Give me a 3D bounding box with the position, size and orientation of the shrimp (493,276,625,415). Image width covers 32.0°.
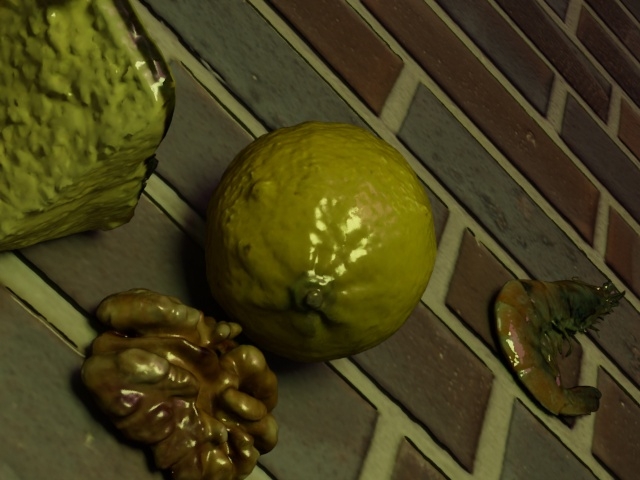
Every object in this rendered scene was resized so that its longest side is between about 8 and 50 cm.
[{"bbox_3d":[0.300,0.119,1.305,0.296,0.058,0.169,-3,70,-47],"label":"shrimp"}]

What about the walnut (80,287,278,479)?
[{"bbox_3d":[-0.093,0.105,0.825,0.170,0.069,0.143,35,36,-30],"label":"walnut"}]

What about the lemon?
[{"bbox_3d":[0.000,0.000,0.918,0.192,0.192,0.231,41,19,-18],"label":"lemon"}]

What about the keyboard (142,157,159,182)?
[{"bbox_3d":[-0.213,-0.118,0.924,0.195,0.018,0.060,45,32,-14],"label":"keyboard"}]

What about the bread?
[{"bbox_3d":[-0.195,-0.146,0.765,0.198,0.236,0.263,-26,83,-53],"label":"bread"}]
